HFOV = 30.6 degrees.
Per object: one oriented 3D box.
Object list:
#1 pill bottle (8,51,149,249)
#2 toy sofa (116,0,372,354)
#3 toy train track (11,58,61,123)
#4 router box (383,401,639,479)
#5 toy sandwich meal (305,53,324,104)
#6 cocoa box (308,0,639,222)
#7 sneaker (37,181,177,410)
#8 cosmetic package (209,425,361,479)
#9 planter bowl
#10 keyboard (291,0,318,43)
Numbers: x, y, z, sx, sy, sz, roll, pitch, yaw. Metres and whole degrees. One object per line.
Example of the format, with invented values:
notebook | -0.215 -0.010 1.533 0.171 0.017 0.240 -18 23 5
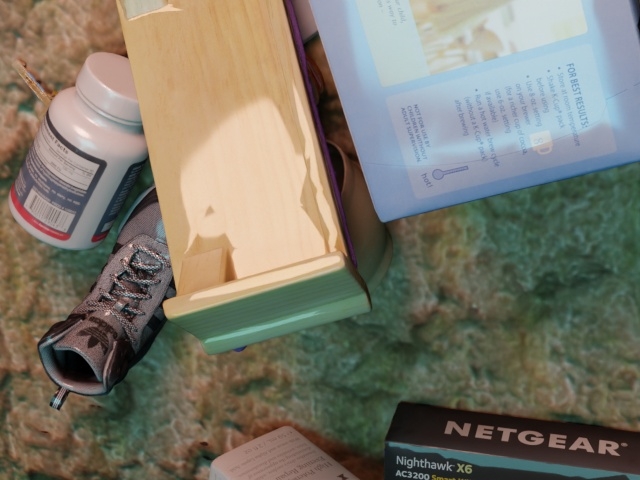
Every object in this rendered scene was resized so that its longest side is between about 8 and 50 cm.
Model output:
pill bottle | -0.226 -0.089 1.153 0.108 0.108 0.180 33 118 0
toy sofa | -0.071 -0.094 1.002 0.150 0.177 0.363 -16 71 7
toy train track | -0.282 -0.151 1.196 0.048 0.014 0.083 -39 93 34
router box | 0.221 0.308 1.213 0.308 0.081 0.243 5 114 14
toy sandwich meal | -0.037 -0.142 1.109 0.085 0.029 0.086 3 126 5
cocoa box | 0.116 -0.227 0.914 0.231 0.228 0.347 -13 109 16
sneaker | -0.197 0.062 1.186 0.101 0.153 0.269 32 118 0
cosmetic package | -0.002 0.295 1.196 0.231 0.117 0.086 29 127 38
planter bowl | 0.000 0.000 1.113 0.162 0.162 0.109 -35 127 27
keyboard | -0.041 -0.211 1.100 0.256 0.014 0.072 -31 96 26
